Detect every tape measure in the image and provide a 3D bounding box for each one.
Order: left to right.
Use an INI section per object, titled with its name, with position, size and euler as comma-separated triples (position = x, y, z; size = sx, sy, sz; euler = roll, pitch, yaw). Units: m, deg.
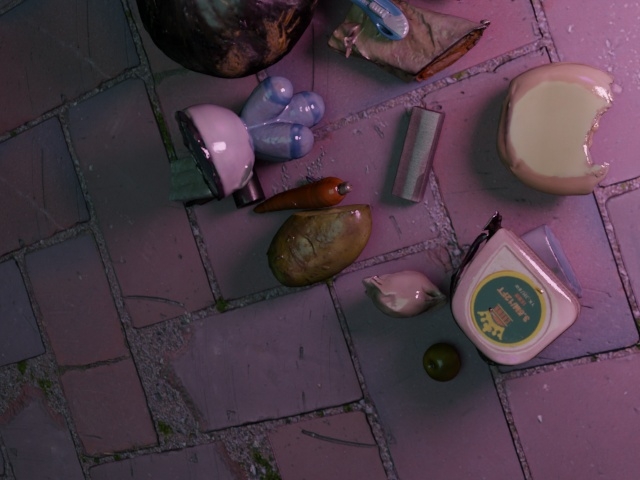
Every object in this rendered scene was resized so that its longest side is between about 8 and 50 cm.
[tape measure]
position = 0.368, 0.116, 1.700
size = 0.231, 0.133, 0.271
euler = -44, 76, 18

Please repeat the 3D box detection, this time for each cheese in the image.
[cheese]
position = 0.483, -0.225, 1.674
size = 0.233, 0.127, 0.266
euler = 16, 107, 24

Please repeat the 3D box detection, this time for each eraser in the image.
[eraser]
position = 0.420, 0.089, 1.783
size = 0.227, 0.081, 0.174
euler = -30, 85, 29

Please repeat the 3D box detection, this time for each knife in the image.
[knife]
position = 0.103, -0.505, 1.773
size = 0.222, 0.031, 0.064
euler = 44, 107, 18

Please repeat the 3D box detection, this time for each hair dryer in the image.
[hair dryer]
position = -0.269, -0.155, 2.113
size = 0.248, 0.078, 0.196
euler = -23, 86, 34

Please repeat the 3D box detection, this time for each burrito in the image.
[burrito]
position = 0.185, -0.437, 1.807
size = 0.347, 0.107, 0.175
euler = 22, 116, 22

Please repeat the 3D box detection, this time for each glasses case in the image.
[glasses case]
position = 0.217, -0.193, 1.862
size = 0.070, 0.047, 0.205
euler = 20, 106, 22

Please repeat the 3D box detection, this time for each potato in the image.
[potato]
position = 0.000, 0.000, 1.958
size = 0.298, 0.141, 0.176
euler = -32, 96, 21

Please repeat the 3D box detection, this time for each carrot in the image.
[carrot]
position = -0.047, -0.103, 1.987
size = 0.336, 0.069, 0.069
euler = -8, 94, 44

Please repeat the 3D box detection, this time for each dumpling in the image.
[dumpling]
position = 0.189, 0.126, 1.892
size = 0.199, 0.136, 0.118
euler = 18, 71, 4

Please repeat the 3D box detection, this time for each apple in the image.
[apple]
position = 0.274, 0.278, 1.894
size = 0.089, 0.074, 0.090
euler = 12, 107, 47

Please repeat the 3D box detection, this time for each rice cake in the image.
[rice cake]
position = -0.316, -0.158, 2.098
size = 0.211, 0.038, 0.124
euler = 4, 91, 52

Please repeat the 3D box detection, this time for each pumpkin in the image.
[pumpkin]
position = -0.210, -0.583, 1.850
size = 0.454, 0.344, 0.455
euler = 3, 97, 26

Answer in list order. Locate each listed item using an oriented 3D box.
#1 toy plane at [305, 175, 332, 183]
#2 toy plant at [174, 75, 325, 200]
[toy plane]
position = -0.002, -0.130, 1.994
size = 0.083, 0.031, 0.079
euler = 40, 114, 16
[toy plant]
position = -0.141, -0.259, 1.923
size = 0.332, 0.247, 0.247
euler = -26, 85, -11
